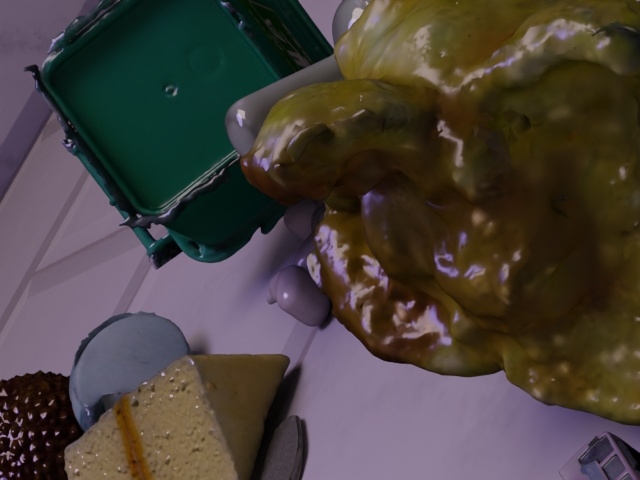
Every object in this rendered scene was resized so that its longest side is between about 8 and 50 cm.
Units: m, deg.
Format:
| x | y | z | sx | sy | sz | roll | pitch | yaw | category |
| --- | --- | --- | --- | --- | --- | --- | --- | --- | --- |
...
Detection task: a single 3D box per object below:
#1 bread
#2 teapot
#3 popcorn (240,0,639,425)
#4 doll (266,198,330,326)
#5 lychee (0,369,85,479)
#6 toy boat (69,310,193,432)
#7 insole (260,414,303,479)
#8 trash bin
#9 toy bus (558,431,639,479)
| x | y | z | sx | sy | sz | roll | pitch | yaw | category |
| --- | --- | --- | --- | --- | --- | --- | --- | --- | --- |
| -0.141 | 0.197 | 1.681 | 0.266 | 0.142 | 0.178 | -37 | 10 | 41 | bread |
| 0.067 | -0.164 | 1.528 | 0.318 | 0.149 | 0.220 | -18 | -3 | 1 | teapot |
| 0.139 | -0.051 | 1.115 | 0.290 | 0.321 | 0.325 | -59 | -7 | -44 | popcorn |
| 0.000 | 0.000 | 1.722 | 0.161 | 0.059 | 0.160 | -57 | 19 | -1 | doll |
| -0.312 | 0.237 | 1.940 | 0.188 | 0.188 | 0.188 | -48 | 20 | 24 | lychee |
| -0.200 | 0.155 | 1.897 | 0.207 | 0.134 | 0.078 | -101 | 3 | -63 | toy boat |
| -0.039 | 0.222 | 1.517 | 0.063 | 0.010 | 0.192 | -44 | 22 | 36 | insole |
| -0.131 | -0.127 | 1.724 | 0.295 | 0.259 | 0.381 | -37 | -5 | 6 | trash bin |
| 0.179 | 0.158 | 1.024 | 0.052 | 0.037 | 0.130 | -50 | 20 | 12 | toy bus |
